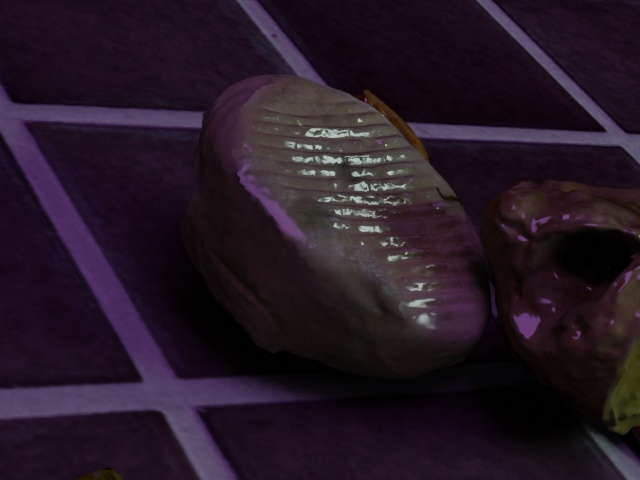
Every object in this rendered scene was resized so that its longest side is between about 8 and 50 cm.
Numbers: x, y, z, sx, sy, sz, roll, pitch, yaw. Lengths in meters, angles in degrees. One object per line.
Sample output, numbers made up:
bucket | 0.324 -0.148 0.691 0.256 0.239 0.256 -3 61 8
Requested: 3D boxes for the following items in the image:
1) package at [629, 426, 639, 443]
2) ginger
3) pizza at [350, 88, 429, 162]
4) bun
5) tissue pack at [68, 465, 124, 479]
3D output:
package | 0.338 0.145 1.201 0.239 0.030 0.154 -17 39 -42
ginger | 0.194 0.025 1.180 0.275 0.130 0.221 22 27 -47
pizza | 0.038 -0.074 1.348 0.099 0.036 0.160 8 33 -24
bun | 0.000 0.000 1.126 0.237 0.116 0.210 51 35 16
tissue pack | -0.158 0.225 0.573 0.167 0.200 0.274 41 35 27
